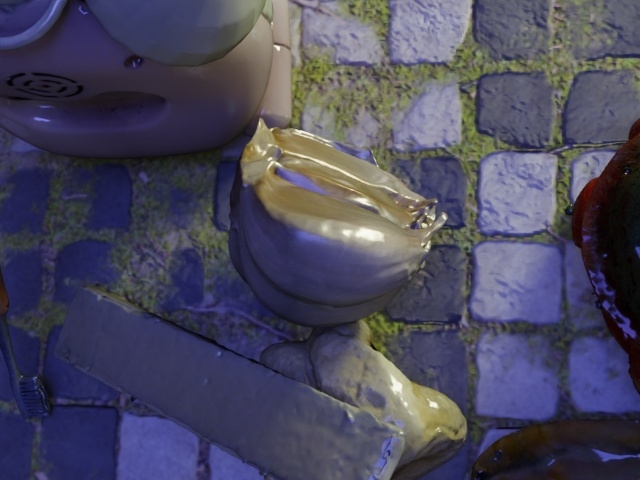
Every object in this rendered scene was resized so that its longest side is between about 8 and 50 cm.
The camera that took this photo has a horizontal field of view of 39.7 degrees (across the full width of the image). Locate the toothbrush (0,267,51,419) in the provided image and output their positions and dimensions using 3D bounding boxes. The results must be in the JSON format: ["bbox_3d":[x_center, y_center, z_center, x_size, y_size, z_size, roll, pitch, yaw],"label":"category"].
[{"bbox_3d":[-0.291,0.034,0.789,0.031,0.023,0.321,-5,119,2],"label":"toothbrush"}]

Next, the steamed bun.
[{"bbox_3d":[0.017,0.142,0.754,0.172,0.141,0.155,-32,66,7],"label":"steamed bun"}]

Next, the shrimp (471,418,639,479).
[{"bbox_3d":[0.257,0.202,0.737,0.262,0.066,0.117,-10,93,23],"label":"shrimp"}]

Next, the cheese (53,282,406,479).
[{"bbox_3d":[-0.100,0.122,0.745,0.400,0.034,0.085,19,82,39],"label":"cheese"}]

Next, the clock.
[{"bbox_3d":[-0.193,-0.183,0.752,0.342,0.326,0.184,-7,80,8],"label":"clock"}]

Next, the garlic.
[{"bbox_3d":[0.000,0.000,0.755,0.178,0.229,0.142,20,108,-7],"label":"garlic"}]

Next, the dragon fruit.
[{"bbox_3d":[0.346,0.015,0.725,0.268,0.130,0.295,-34,76,-2],"label":"dragon fruit"}]
